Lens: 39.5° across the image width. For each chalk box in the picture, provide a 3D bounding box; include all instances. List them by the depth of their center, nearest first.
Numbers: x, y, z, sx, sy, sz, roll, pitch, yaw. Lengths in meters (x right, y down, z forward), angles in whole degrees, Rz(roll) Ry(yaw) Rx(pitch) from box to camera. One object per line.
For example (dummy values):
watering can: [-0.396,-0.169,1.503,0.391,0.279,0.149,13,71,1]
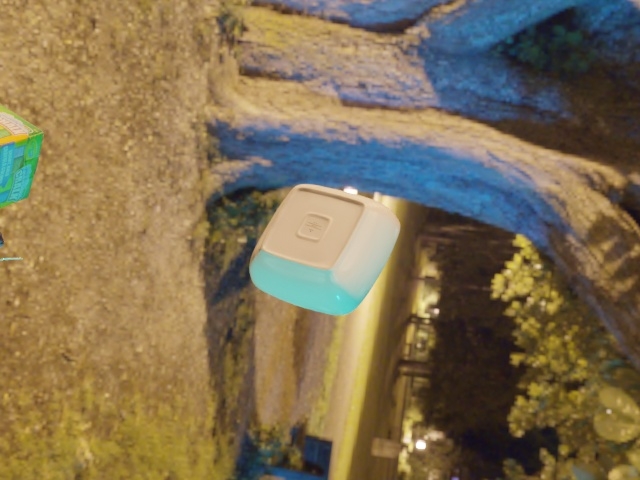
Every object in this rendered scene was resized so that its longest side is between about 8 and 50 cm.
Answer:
chalk box: [-0.531,-0.135,1.397,0.213,0.132,0.132,-39,156,-59]

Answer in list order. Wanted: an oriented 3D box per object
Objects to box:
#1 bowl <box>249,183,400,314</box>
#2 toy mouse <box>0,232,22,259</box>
bowl: [0.000,0.000,0.952,0.142,0.142,0.053,-60,151,-24]
toy mouse: [-0.559,0.019,1.457,0.161,0.143,0.031,-47,-146,34]
